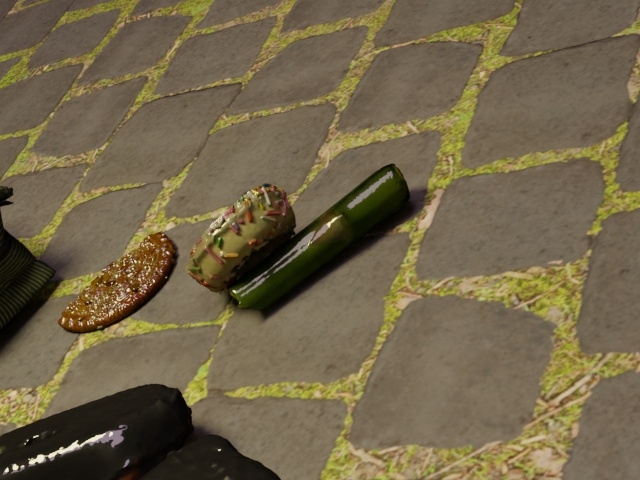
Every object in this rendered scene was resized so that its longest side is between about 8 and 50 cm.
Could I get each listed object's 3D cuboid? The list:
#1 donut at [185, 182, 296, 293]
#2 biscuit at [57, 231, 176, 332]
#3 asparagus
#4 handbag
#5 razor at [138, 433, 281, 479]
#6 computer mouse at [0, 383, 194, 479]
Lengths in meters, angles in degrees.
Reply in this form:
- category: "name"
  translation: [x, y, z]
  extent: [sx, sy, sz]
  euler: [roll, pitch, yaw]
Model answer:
- category: "donut"
  translation: [-0.099, 0.002, 1.672]
  extent: [0.174, 0.068, 0.174]
  euler: [-42, -10, -9]
- category: "biscuit"
  translation: [-0.283, 0.062, 1.847]
  extent: [0.206, 0.025, 0.126]
  euler: [-45, 34, -22]
- category: "asparagus"
  translation: [0.001, 0.002, 1.665]
  extent: [0.277, 0.060, 0.067]
  euler: [-37, 11, -5]
- category: "handbag"
  translation: [-0.580, 0.033, 1.951]
  extent: [0.240, 0.247, 0.340]
  euler: [-35, 27, -30]
- category: "razor"
  translation: [-0.179, 0.341, 1.289]
  extent: [0.327, 0.107, 0.189]
  euler: [-44, 33, -21]
- category: "computer mouse"
  translation: [-0.290, 0.266, 1.472]
  extent: [0.323, 0.116, 0.183]
  euler: [-20, 17, 10]
